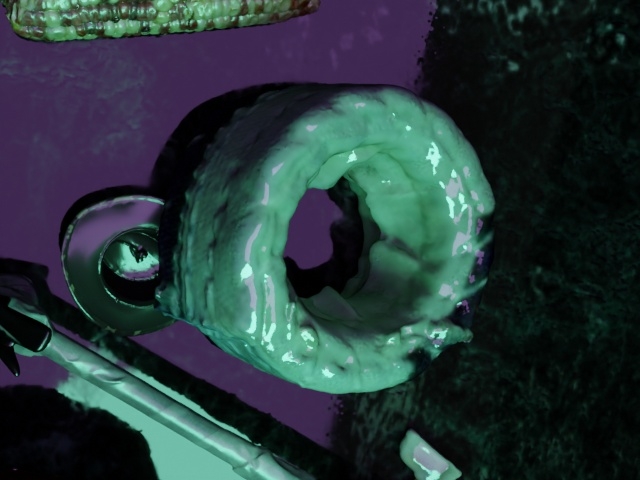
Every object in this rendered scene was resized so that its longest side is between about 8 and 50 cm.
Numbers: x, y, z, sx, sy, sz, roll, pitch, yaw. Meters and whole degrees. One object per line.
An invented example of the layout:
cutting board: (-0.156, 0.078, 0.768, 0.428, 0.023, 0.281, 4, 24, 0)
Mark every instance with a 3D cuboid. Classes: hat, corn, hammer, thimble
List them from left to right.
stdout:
hat: (-0.141, 0.015, 1.036, 0.121, 0.050, 0.121, -4, 103, -19)
corn: (-0.115, -0.186, 1.009, 0.237, 0.079, 0.079, -2, 97, -15)
hammer: (-0.071, 0.148, 1.014, 0.427, 0.152, 0.044, 32, 90, -13)
thimble: (0.000, 0.000, 0.991, 0.237, 0.150, 0.237, -2, 95, -31)

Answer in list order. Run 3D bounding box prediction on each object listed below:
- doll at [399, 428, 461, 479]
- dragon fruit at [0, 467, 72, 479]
doll: (0.061, 0.282, 1.099, 0.183, 0.085, 0.217, 47, 69, -14)
dragon fruit: (-0.225, 0.294, 0.937, 0.301, 0.295, 0.296, -6, 98, -2)
